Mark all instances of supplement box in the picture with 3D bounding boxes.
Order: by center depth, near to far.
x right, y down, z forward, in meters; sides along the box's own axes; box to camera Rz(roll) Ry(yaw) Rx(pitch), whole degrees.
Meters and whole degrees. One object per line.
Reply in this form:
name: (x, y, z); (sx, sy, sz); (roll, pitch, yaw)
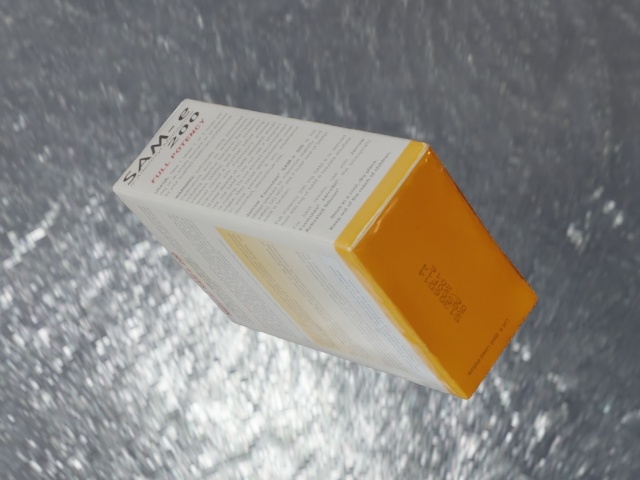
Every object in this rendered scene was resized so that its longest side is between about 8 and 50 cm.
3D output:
supplement box: (0.000, 0.000, 0.462); (0.098, 0.062, 0.036); (15, 62, 47)
